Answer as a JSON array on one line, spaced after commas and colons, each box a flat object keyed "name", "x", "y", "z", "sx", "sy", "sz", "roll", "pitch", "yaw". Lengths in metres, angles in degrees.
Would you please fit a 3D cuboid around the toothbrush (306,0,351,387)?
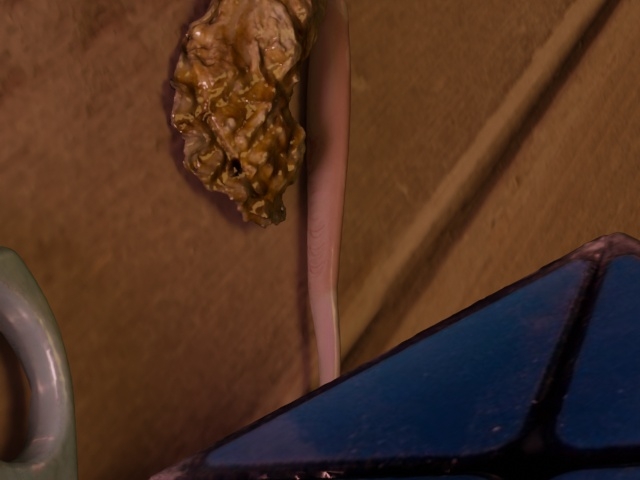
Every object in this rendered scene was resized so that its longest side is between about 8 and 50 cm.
[{"name": "toothbrush", "x": 0.000, "y": 0.000, "z": 0.952, "sx": 0.029, "sy": 0.025, "sz": 0.307, "roll": 28, "pitch": 54, "yaw": -45}]

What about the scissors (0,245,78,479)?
[{"name": "scissors", "x": -0.094, "y": 0.163, "z": 0.703, "sx": 0.360, "sy": 0.029, "sz": 0.191, "roll": 62, "pitch": 30, "yaw": -23}]

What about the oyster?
[{"name": "oyster", "x": -0.031, "y": -0.072, "z": 0.923, "sx": 0.146, "sy": 0.045, "sz": 0.121, "roll": -37, "pitch": 125, "yaw": -59}]

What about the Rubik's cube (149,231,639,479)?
[{"name": "Rubik's cube", "x": 0.114, "y": 0.184, "z": 0.719, "sx": 0.259, "sy": 0.260, "sz": 0.254, "roll": 41, "pitch": -26, "yaw": 60}]
